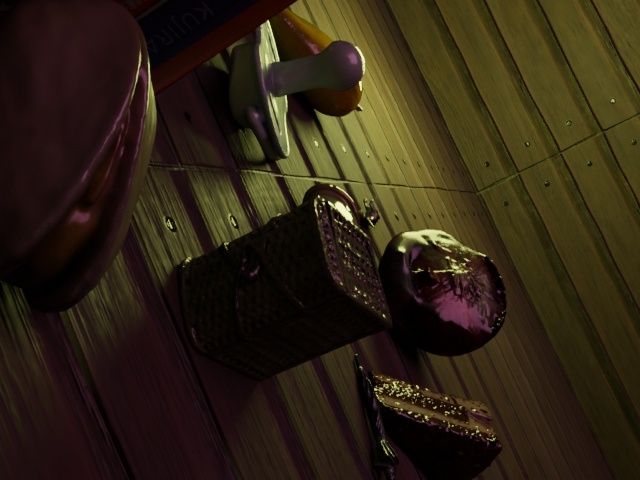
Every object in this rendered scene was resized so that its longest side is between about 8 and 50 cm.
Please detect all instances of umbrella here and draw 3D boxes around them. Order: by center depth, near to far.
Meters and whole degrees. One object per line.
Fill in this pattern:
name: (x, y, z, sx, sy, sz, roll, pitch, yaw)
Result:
umbrella: (0.083, 0.285, 1.206, 0.044, 0.044, 0.269, 0, 50, -26)

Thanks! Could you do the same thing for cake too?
cake: (0.167, 0.325, 1.343, 0.246, 0.135, 0.112, 19, 26, -21)

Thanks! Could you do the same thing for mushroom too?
mushroom: (0.000, 0.000, 1.227, 0.128, 0.128, 0.350, 58, 16, -13)

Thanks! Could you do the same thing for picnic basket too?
picnic basket: (-0.046, 0.056, 0.933, 0.154, 0.196, 0.134, 37, 35, -52)

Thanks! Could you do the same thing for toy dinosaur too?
toy dinosaur: (0.101, -0.056, 1.658, 0.058, 0.037, 0.180, 57, 20, -3)

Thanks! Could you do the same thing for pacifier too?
pacifier: (-0.035, -0.259, 1.318, 0.287, 0.225, 0.238, -91, 166, -49)

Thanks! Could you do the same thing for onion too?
onion: (0.219, 0.112, 1.579, 0.272, 0.195, 0.272, 14, 50, -17)

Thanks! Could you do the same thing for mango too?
mango: (-0.018, -0.371, 1.656, 0.317, 0.119, 0.176, 43, 29, -24)

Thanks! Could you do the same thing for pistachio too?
pistachio: (-0.216, -0.083, 0.685, 0.166, 0.197, 0.288, 29, 50, -51)

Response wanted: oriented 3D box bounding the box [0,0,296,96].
box: (-0.198, -0.356, 0.847, 0.257, 0.348, 0.319, 44, 27, -43)
